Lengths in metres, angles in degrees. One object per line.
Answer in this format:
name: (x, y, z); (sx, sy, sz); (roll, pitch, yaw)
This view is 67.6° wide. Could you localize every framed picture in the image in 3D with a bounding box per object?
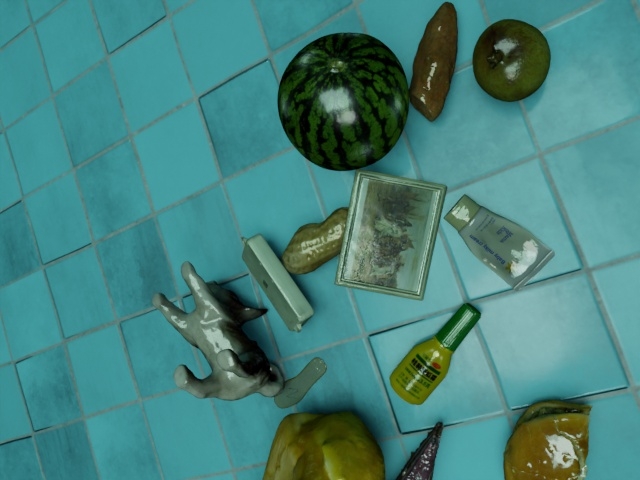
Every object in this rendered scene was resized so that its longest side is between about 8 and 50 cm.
framed picture: (0.158, -0.011, 1.078); (0.216, 0.017, 0.275); (9, 96, -2)

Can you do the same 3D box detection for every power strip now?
power strip: (-0.113, 0.105, 1.189); (0.271, 0.046, 0.118); (54, 153, 12)

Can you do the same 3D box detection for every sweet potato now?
sweet potato: (0.246, -0.387, 1.031); (0.097, 0.097, 0.252); (13, 98, 21)

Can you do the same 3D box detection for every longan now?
longan: (0.370, -0.355, 0.943); (0.155, 0.176, 0.145); (45, 123, 30)

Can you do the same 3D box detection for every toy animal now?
toy animal: (-0.231, 0.242, 1.190); (0.194, 0.302, 0.345); (-39, 53, 14)

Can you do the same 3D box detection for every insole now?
insole: (-0.053, 0.369, 1.226); (0.064, 0.004, 0.188); (47, 108, 13)

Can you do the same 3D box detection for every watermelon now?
watermelon: (0.050, -0.291, 1.016); (0.284, 0.285, 0.286); (1, 92, 22)

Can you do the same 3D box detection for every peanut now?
peanut: (0.000, 0.000, 1.142); (0.225, 0.095, 0.108); (-33, 91, 19)

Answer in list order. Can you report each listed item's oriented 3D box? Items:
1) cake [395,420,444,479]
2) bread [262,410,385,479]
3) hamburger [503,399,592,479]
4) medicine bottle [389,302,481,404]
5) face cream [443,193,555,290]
cake: (0.218, 0.547, 1.064); (0.112, 0.116, 0.296); (24, 103, 16)
bread: (0.012, 0.581, 1.037); (0.249, 0.361, 0.395); (14, 96, -15)
hamburger: (0.445, 0.454, 0.950); (0.156, 0.144, 0.284); (9, 97, 22)
medicine bottle: (0.259, 0.249, 1.063); (0.095, 0.064, 0.261); (39, 104, 17)
face cream: (0.372, -0.003, 1.016); (0.224, 0.070, 0.114); (41, 106, 7)
